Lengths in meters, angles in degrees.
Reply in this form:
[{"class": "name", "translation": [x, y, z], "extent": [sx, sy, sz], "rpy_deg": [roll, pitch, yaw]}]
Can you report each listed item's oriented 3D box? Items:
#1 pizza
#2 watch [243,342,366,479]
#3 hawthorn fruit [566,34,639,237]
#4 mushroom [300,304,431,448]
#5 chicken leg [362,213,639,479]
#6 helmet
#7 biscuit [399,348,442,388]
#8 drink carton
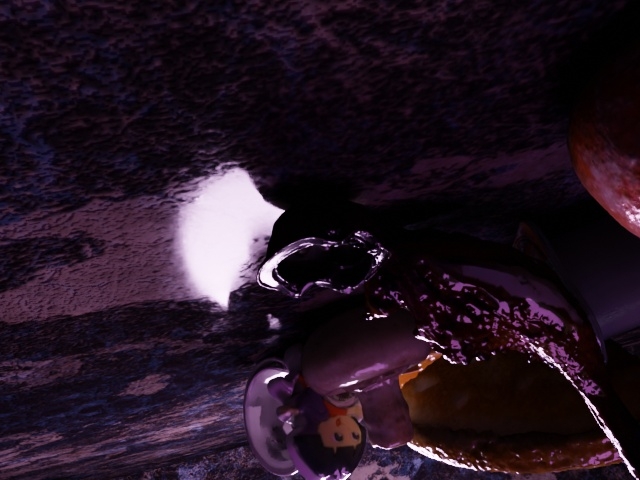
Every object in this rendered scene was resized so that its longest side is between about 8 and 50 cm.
[{"class": "pizza", "translation": [0.353, 0.202, 0.807], "extent": [0.439, 0.130, 0.406], "rpy_deg": [-19, -166, 44]}, {"class": "watch", "translation": [-0.045, 0.321, 0.908], "extent": [0.196, 0.244, 0.231], "rpy_deg": [9, 140, -43]}, {"class": "hawthorn fruit", "translation": [0.268, -0.068, 0.350], "extent": [0.172, 0.173, 0.173], "rpy_deg": [-13, 156, -6]}, {"class": "mushroom", "translation": [0.064, 0.197, 0.781], "extent": [0.206, 0.209, 0.206], "rpy_deg": [12, 160, 4]}, {"class": "chicken leg", "translation": [0.215, 0.097, 0.532], "extent": [0.407, 0.158, 0.096], "rpy_deg": [37, 153, -4]}, {"class": "helmet", "translation": [0.000, 0.000, 0.456], "extent": [0.123, 0.071, 0.098], "rpy_deg": [5, 143, -24]}, {"class": "biscuit", "translation": [0.256, 0.305, 1.288], "extent": [0.277, 0.052, 0.262], "rpy_deg": [-28, 148, 27]}, {"class": "drink carton", "translation": [0.374, 0.046, 0.653], "extent": [0.189, 0.191, 0.185], "rpy_deg": [-22, 154, 0]}]
